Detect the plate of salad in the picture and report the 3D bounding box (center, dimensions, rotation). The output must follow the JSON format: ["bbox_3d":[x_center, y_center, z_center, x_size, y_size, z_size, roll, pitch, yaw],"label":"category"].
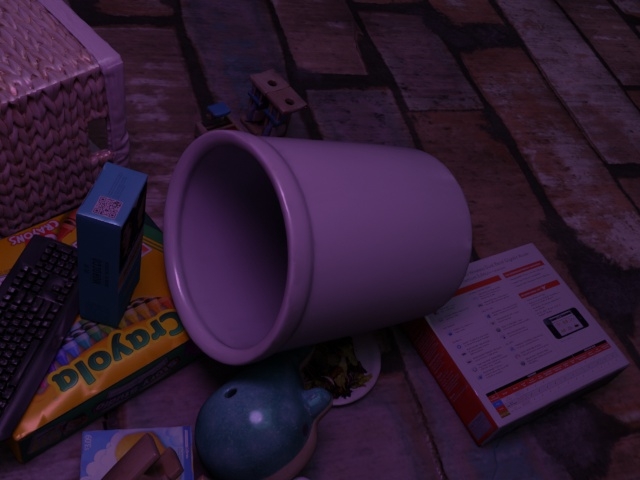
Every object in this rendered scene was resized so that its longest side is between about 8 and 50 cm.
[{"bbox_3d":[0.012,0.188,1.180,0.200,0.048,0.199,9,49,-11],"label":"plate of salad"}]

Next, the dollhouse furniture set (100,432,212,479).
[{"bbox_3d":[-0.148,0.380,0.752,0.161,0.212,0.242,-46,35,-4],"label":"dollhouse furniture set"}]

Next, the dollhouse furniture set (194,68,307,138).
[{"bbox_3d":[-0.148,-0.253,1.441,0.184,0.129,0.129,-25,62,-33],"label":"dollhouse furniture set"}]

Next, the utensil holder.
[{"bbox_3d":[0.000,0.000,1.072,0.386,0.327,0.327,-4,51,-42],"label":"utensil holder"}]

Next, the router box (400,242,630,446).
[{"bbox_3d":[0.351,0.176,1.271,0.336,0.082,0.301,-15,57,-27],"label":"router box"}]

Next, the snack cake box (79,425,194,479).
[{"bbox_3d":[-0.246,0.390,0.907,0.152,0.089,0.264,2,51,-17],"label":"snack cake box"}]

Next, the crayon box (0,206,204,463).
[{"bbox_3d":[-0.381,0.113,1.082,0.363,0.106,0.313,-30,65,-34],"label":"crayon box"}]

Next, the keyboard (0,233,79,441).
[{"bbox_3d":[-0.465,0.115,0.967,0.202,0.033,0.317,17,50,-3],"label":"keyboard"}]

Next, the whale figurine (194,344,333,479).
[{"bbox_3d":[-0.089,0.234,1.021,0.216,0.141,0.272,-12,35,24],"label":"whale figurine"}]

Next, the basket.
[{"bbox_3d":[-0.533,-0.238,1.187,0.331,0.328,0.266,42,56,17],"label":"basket"}]

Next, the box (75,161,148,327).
[{"bbox_3d":[-0.293,0.013,0.959,0.060,0.244,0.100,17,49,-4],"label":"box"}]

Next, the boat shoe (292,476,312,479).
[{"bbox_3d":[-0.056,0.454,0.875,0.105,0.113,0.306,8,42,31],"label":"boat shoe"}]
